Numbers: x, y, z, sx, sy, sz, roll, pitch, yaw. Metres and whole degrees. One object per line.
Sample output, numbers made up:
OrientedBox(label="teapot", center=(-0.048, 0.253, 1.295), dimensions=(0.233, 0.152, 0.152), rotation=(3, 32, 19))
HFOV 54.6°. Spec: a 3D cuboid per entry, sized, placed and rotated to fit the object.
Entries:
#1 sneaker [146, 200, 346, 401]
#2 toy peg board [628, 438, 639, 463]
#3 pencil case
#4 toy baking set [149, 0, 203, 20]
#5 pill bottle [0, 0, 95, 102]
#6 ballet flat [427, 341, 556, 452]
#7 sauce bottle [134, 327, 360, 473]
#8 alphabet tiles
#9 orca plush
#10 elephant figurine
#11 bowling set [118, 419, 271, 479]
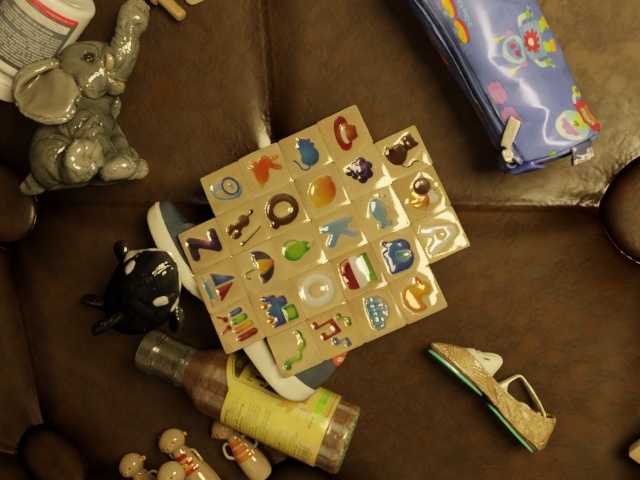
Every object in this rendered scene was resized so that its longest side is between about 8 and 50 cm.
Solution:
OrientedBox(label="sneaker", center=(-0.091, 0.051, 0.875), dimensions=(0.148, 0.131, 0.350), rotation=(-43, 84, 2))
OrientedBox(label="toy peg board", center=(0.508, 0.248, 0.772), dimensions=(0.161, 0.079, 0.161), rotation=(34, 129, 6))
OrientedBox(label="pencil case", center=(0.191, -0.213, 0.688), dimensions=(0.119, 0.133, 0.306), rotation=(-22, 100, 56))
OrientedBox(label="toy baking set", center=(-0.178, -0.393, 0.800), dimensions=(0.197, 0.030, 0.256), rotation=(-41, 91, 24))
OrientedBox(label="pill bottle", center=(-0.406, -0.284, 0.863), dimensions=(0.108, 0.108, 0.180), rotation=(47, 113, -1))
OrientedBox(label="ballet flat", center=(0.237, 0.195, 0.844), dimensions=(0.206, 0.073, 0.067), rotation=(44, 87, -2))
OrientedBox(label="sauce bottle", center=(-0.113, 0.229, 0.929), dimensions=(0.344, 0.111, 0.111), rotation=(22, 112, 8))
OrientedBox(label="alphabet tiles", center=(0.000, 0.000, 0.799), dimensions=(0.342, 0.011, 0.285), rotation=(-25, 83, 4))
OrientedBox(label="orca plush", center=(-0.293, 0.087, 0.879), dimensions=(0.287, 0.102, 0.151), rotation=(-8, 111, 50))
OrientedBox(label="elephant figurine", center=(-0.329, -0.196, 0.861), dimensions=(0.169, 0.186, 0.239), rotation=(-1, 98, 60))
OrientedBox(label="bowling set", center=(-0.236, 0.399, 0.981), dimensions=(0.287, 0.200, 0.154), rotation=(-36, 92, 20))
